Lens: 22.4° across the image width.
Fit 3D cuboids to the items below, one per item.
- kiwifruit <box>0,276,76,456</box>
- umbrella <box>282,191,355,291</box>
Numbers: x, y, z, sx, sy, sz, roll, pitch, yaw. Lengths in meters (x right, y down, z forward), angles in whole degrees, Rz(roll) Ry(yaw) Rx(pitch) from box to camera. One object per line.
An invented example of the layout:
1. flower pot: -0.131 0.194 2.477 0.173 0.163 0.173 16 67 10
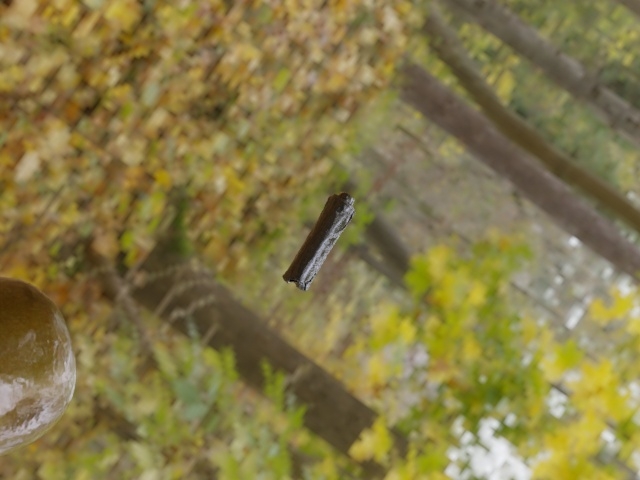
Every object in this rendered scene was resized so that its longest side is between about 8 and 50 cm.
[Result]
1. kiwifruit: -0.368 0.136 1.640 0.234 0.196 0.196 -21 160 -24
2. umbrella: 0.001 0.001 1.963 0.133 0.036 0.031 -58 -146 -4
